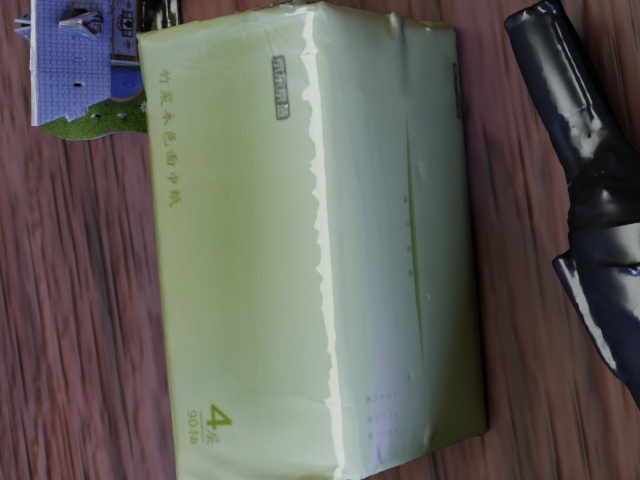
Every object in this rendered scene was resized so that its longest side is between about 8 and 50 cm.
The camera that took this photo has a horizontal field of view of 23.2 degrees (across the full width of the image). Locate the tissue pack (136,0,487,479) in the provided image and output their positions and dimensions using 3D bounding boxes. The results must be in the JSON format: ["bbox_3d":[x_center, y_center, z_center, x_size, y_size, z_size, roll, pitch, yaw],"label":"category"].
[{"bbox_3d":[0.000,0.000,0.808,0.125,0.159,0.234,-5,89,29],"label":"tissue pack"}]

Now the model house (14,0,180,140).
[{"bbox_3d":[-0.151,-0.143,0.929,0.117,0.088,0.167,4,94,29],"label":"model house"}]

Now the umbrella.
[{"bbox_3d":[0.166,0.040,0.743,0.118,0.118,0.340,-28,79,27],"label":"umbrella"}]
